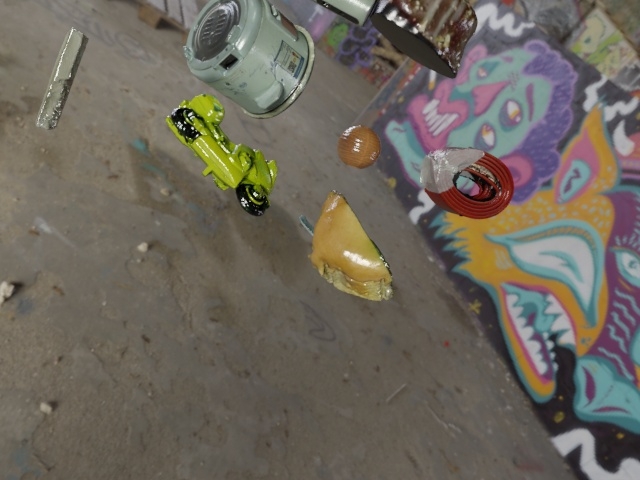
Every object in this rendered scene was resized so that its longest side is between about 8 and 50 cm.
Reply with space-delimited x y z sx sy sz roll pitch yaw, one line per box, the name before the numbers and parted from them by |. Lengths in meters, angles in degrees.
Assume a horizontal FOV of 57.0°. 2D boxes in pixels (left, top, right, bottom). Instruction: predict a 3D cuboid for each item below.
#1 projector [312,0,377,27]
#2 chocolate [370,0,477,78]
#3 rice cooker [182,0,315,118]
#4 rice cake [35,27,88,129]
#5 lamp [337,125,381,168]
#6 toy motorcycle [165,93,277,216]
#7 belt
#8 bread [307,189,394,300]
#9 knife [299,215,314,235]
projector | 0.004 -0.762 1.762 0.338 0.108 0.108 28 24 -3
chocolate | 0.326 -0.662 1.751 0.340 0.210 0.225 28 8 -32
rice cooker | -0.165 -0.456 1.469 0.317 0.264 0.316 42 24 -24
rice cake | -0.636 -0.392 1.445 0.052 0.256 0.057 22 7 -9
lamp | 0.118 -0.285 1.796 0.136 0.136 0.136 34 23 -17
toy motorcycle | -0.229 -0.214 1.487 0.342 0.142 0.206 50 17 -2
belt | 0.481 -0.193 1.964 0.324 0.227 0.115 17 4 -20
bread | 0.043 0.027 1.256 0.251 0.133 0.174 60 -3 26
knife | 0.000 0.000 1.944 0.210 0.015 0.028 51 42 6
